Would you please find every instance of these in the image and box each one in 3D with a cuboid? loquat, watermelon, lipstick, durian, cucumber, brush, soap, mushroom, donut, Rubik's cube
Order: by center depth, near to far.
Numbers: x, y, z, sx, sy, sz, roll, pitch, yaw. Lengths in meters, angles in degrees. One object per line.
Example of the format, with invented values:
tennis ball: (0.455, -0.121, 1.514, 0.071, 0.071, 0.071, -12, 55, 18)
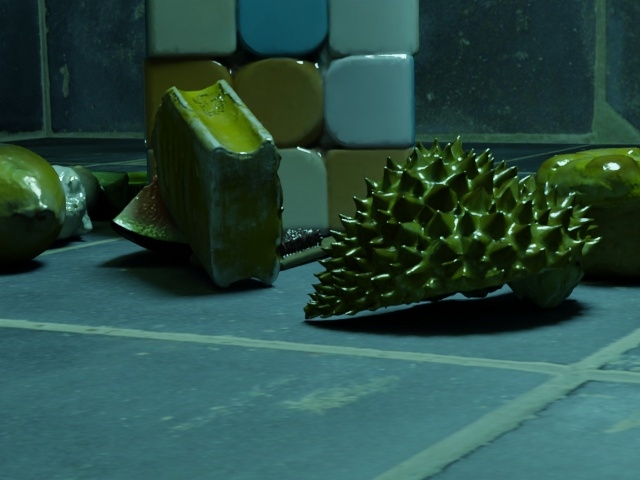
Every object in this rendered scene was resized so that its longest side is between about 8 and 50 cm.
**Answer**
durian: (0.140, 0.006, 1.400, 0.172, 0.166, 0.306, 39, 36, 29)
donut: (0.351, -0.033, 1.624, 0.261, 0.128, 0.208, -3, 6, -13)
soap: (-0.112, -0.073, 1.641, 0.080, 0.160, 0.257, -8, 25, -18)
lipstick: (-0.111, 0.025, 1.672, 0.019, 0.019, 0.094, -5, 8, -30)
loquat: (-0.360, -0.038, 1.751, 0.195, 0.152, 0.152, 16, 17, 42)
brush: (0.000, 0.000, 1.792, 0.043, 0.036, 0.248, 7, 10, 28)
watermelon: (-0.149, -0.024, 1.814, 0.193, 0.137, 0.145, -2, -26, -11)
mushroom: (-0.334, -0.048, 2.012, 0.099, 0.096, 0.278, 0, 3, 0)
Rubik's cube: (-0.045, -0.189, 2.094, 0.347, 0.344, 0.346, 0, 8, 2)
cucumber: (-0.337, -0.063, 2.253, 0.115, 0.062, 0.116, -2, 14, 10)

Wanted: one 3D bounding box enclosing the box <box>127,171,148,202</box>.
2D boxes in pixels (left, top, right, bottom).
box: (-0.175, -0.080, 2.427, 0.335, 0.047, 0.187, -2, 7, -11)
